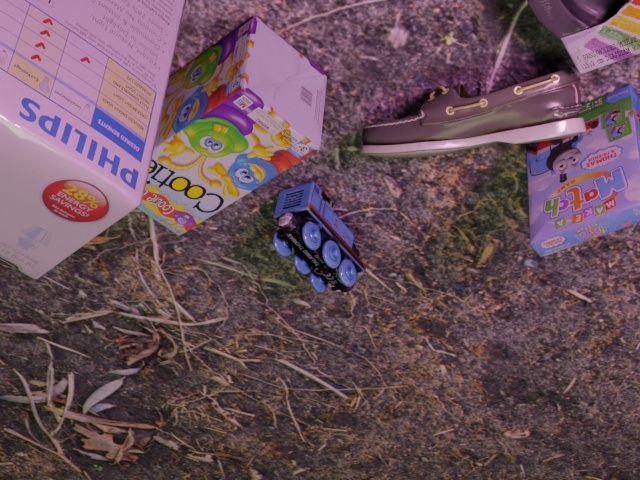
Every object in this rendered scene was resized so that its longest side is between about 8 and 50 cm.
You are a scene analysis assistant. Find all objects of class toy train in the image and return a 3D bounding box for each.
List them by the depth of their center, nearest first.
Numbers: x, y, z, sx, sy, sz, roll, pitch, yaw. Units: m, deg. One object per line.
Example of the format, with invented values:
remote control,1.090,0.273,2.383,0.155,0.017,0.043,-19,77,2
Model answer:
toy train,0.000,0.000,1.881,0.080,0.105,0.184,-13,138,34

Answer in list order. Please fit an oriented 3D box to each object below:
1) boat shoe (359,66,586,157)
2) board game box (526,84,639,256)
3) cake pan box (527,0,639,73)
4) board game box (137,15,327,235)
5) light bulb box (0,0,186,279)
boat shoe,0.196,-0.165,1.673,0.305,0.091,0.109,-6,-178,20
board game box,0.349,-0.092,1.648,0.160,0.212,0.039,-22,134,29
cake pan box,0.370,-0.333,1.470,0.266,0.070,0.246,-17,134,25
board game box,-0.142,-0.148,1.685,0.275,0.144,0.142,-30,129,34
light bulb box,-0.379,-0.212,1.461,0.358,0.361,0.225,33,133,-29
